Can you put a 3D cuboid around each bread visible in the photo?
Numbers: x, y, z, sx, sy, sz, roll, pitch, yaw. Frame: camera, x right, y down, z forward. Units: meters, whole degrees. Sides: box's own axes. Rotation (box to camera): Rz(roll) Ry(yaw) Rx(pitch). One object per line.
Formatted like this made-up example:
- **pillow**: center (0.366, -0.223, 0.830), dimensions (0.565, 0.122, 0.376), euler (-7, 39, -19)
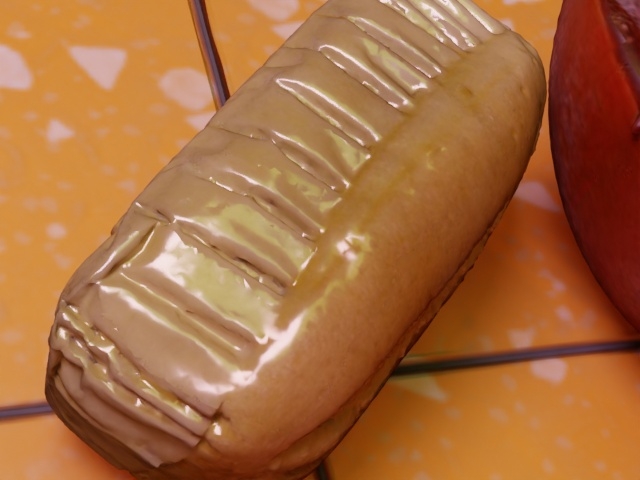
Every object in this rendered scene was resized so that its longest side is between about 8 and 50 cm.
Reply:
- **bread**: center (0.000, 0.000, 0.520), dimensions (0.106, 0.140, 0.236), euler (37, 56, 5)

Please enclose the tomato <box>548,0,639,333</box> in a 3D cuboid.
- **tomato**: center (0.241, -0.026, 0.612), dimensions (0.338, 0.144, 0.338), euler (9, 58, -15)
